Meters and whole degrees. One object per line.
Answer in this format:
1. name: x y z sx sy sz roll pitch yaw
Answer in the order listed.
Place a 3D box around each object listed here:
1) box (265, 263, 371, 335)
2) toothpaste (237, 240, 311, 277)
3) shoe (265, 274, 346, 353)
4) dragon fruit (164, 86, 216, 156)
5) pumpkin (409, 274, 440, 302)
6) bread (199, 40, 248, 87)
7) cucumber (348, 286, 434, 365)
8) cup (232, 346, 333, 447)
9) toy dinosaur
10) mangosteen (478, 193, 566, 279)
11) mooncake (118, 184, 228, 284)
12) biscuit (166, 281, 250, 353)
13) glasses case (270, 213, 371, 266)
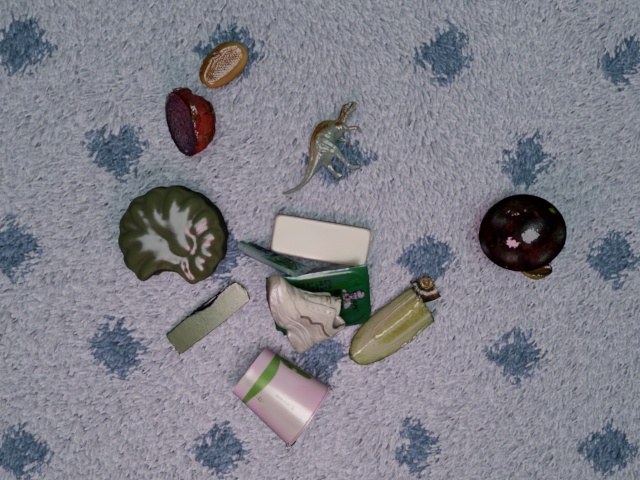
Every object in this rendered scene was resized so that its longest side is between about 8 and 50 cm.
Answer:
1. box: -0.003 0.180 1.843 0.337 0.106 0.264 -8 126 -3
2. toothpaste: -0.164 0.060 1.802 0.297 0.075 0.048 21 123 35
3. shoe: -0.038 0.209 1.720 0.211 0.132 0.342 -22 130 5
4. dragon fruit: -0.404 -0.399 1.790 0.148 0.218 0.223 -21 140 -32
5. pumpkin: 0.372 0.170 1.928 0.073 0.035 0.101 -27 98 10
6. bread: -0.328 -0.590 1.822 0.189 0.077 0.114 -41 115 -1
7. cucumber: 0.237 0.311 1.898 0.325 0.105 0.145 -40 121 0
8. cup: -0.138 0.517 1.830 0.274 0.253 0.253 36 91 4
9. toy dinosaur: 0.021 -0.286 1.851 0.393 0.092 0.205 -40 94 1
10. mangosteen: 0.680 -0.014 1.822 0.288 0.288 0.288 0 94 -3
11. mooncake: -0.481 -0.019 1.797 0.351 0.187 0.351 0 93 -1
12. biscuit: -0.391 0.264 1.890 0.322 0.038 0.099 -39 98 -1
13. glasses case: 0.000 0.000 1.875 0.337 0.076 0.144 10 92 -4
